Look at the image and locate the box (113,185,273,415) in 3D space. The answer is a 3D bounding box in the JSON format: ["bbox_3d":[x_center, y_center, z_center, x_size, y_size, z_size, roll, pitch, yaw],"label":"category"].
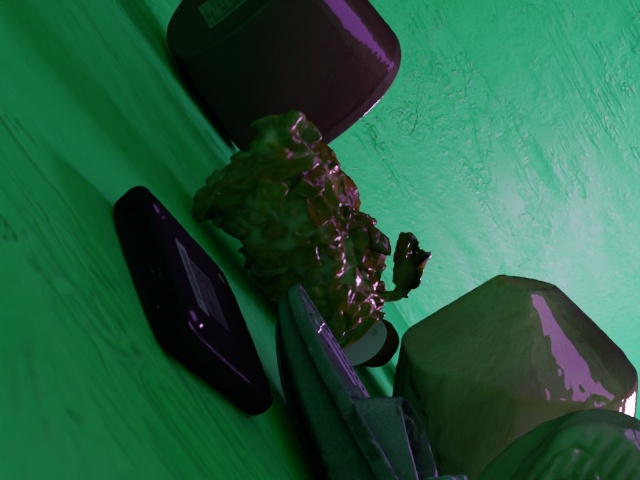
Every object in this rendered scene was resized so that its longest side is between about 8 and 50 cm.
[{"bbox_3d":[-0.075,0.039,0.567,0.125,0.027,0.126,52,7,-52],"label":"box"}]

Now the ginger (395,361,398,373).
[{"bbox_3d":[0.172,0.248,1.546,0.190,0.069,0.095,-116,-165,-57],"label":"ginger"}]

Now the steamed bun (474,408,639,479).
[{"bbox_3d":[0.253,0.318,0.861,0.206,0.275,0.320,126,-31,-83],"label":"steamed bun"}]

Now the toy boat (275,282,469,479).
[{"bbox_3d":[0.046,0.157,0.643,0.319,0.092,0.141,59,3,29],"label":"toy boat"}]

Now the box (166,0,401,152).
[{"bbox_3d":[-0.059,-0.282,1.297,0.216,0.301,0.301,48,9,-38],"label":"box"}]

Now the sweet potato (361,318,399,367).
[{"bbox_3d":[0.074,0.136,1.274,0.249,0.069,0.059,-87,-175,-83],"label":"sweet potato"}]

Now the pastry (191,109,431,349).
[{"bbox_3d":[0.000,0.000,0.840,0.250,0.154,0.102,51,6,-38],"label":"pastry"}]

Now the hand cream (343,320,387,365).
[{"bbox_3d":[-0.027,0.023,1.090,0.111,0.070,0.312,52,0,-44],"label":"hand cream"}]

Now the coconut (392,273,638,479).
[{"bbox_3d":[0.258,0.217,1.223,0.352,0.353,0.352,57,5,-7],"label":"coconut"}]
